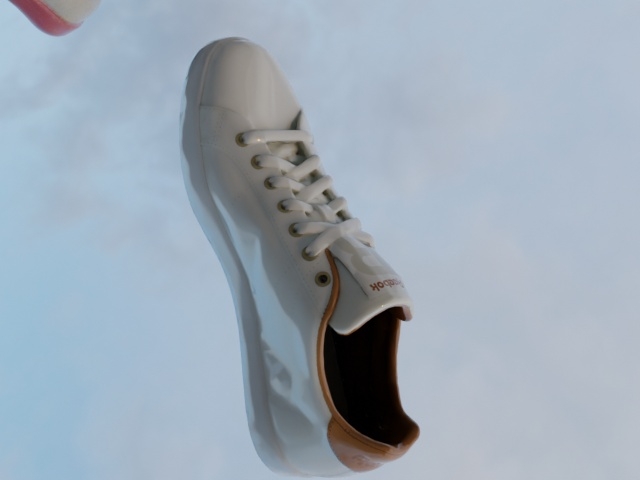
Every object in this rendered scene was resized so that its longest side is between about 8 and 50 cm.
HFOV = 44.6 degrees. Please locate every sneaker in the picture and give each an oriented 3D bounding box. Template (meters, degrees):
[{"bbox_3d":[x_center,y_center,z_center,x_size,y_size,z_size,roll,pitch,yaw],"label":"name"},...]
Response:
[{"bbox_3d":[0.000,0.000,0.488,0.123,0.106,0.290,-17,-93,45],"label":"sneaker"}]

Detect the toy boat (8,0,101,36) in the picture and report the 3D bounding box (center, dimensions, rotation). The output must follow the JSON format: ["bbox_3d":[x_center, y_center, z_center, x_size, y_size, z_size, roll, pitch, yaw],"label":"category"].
[{"bbox_3d":[-0.318,-0.279,0.725,0.151,0.231,0.151,-24,-128,26],"label":"toy boat"}]
